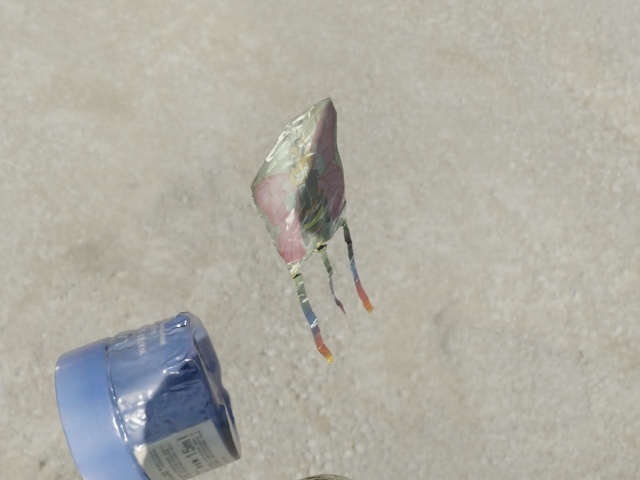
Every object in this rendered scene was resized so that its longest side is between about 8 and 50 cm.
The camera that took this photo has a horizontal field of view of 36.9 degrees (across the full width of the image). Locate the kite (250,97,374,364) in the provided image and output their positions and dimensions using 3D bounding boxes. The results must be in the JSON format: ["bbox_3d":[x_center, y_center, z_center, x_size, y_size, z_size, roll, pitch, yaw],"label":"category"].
[{"bbox_3d":[-0.003,-0.001,1.239,0.022,0.361,0.204,10,42,31],"label":"kite"}]

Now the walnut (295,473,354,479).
[{"bbox_3d":[0.005,0.298,0.627,0.253,0.282,0.276,17,-17,-41],"label":"walnut"}]

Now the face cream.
[{"bbox_3d":[-0.255,0.253,1.471,0.225,0.249,0.249,-19,44,-3],"label":"face cream"}]
